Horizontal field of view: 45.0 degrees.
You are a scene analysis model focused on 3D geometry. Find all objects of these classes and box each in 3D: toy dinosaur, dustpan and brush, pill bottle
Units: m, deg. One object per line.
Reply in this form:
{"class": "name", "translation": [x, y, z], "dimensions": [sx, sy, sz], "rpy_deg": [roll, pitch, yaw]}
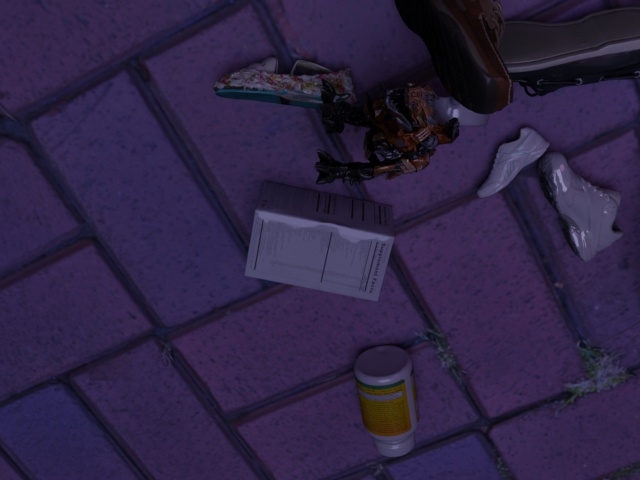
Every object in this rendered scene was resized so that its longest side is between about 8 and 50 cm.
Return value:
{"class": "toy dinosaur", "translation": [0.107, -0.150, 1.222], "dimensions": [0.218, 0.164, 0.322], "rpy_deg": [1, 145, 6]}
{"class": "dustpan and brush", "translation": [0.213, -0.215, 1.238], "dimensions": [0.147, 0.211, 0.060], "rpy_deg": [4, 100, 1]}
{"class": "pill bottle", "translation": [0.137, 0.327, 1.556], "dimensions": [0.117, 0.118, 0.209], "rpy_deg": [-8, 116, 7]}

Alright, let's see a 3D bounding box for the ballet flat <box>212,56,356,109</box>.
{"class": "ballet flat", "translation": [-0.057, -0.266, 1.299], "dimensions": [0.240, 0.091, 0.077], "rpy_deg": [6, 87, -5]}

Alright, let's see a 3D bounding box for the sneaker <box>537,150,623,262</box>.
{"class": "sneaker", "translation": [0.464, -0.076, 1.361], "dimensions": [0.115, 0.090, 0.232], "rpy_deg": [-29, 121, 9]}

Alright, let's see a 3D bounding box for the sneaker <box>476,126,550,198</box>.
{"class": "sneaker", "translation": [0.326, -0.136, 1.354], "dimensions": [0.061, 0.054, 0.152], "rpy_deg": [45, 109, -1]}

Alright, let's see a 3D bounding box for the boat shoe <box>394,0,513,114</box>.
{"class": "boat shoe", "translation": [0.209, -0.323, 1.128], "dimensions": [0.119, 0.324, 0.123], "rpy_deg": [-18, 145, -6]}

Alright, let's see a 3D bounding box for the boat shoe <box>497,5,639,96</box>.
{"class": "boat shoe", "translation": [0.367, -0.285, 1.236], "dimensions": [0.339, 0.127, 0.113], "rpy_deg": [-10, 139, 6]}

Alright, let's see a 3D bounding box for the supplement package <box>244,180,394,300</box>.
{"class": "supplement package", "translation": [0.000, 0.000, 1.388], "dimensions": [0.243, 0.134, 0.139], "rpy_deg": [12, 117, -2]}
